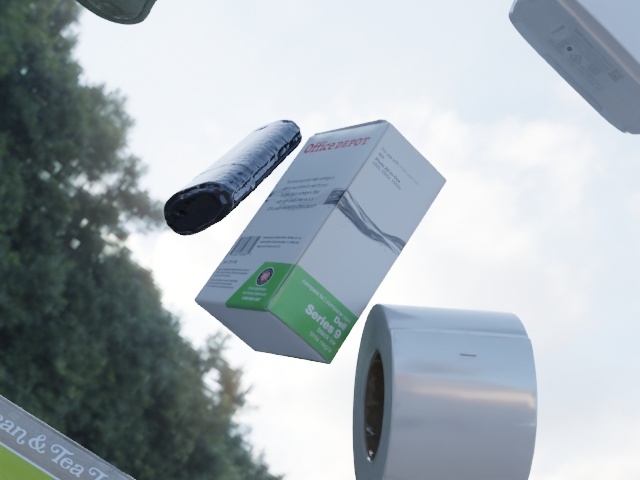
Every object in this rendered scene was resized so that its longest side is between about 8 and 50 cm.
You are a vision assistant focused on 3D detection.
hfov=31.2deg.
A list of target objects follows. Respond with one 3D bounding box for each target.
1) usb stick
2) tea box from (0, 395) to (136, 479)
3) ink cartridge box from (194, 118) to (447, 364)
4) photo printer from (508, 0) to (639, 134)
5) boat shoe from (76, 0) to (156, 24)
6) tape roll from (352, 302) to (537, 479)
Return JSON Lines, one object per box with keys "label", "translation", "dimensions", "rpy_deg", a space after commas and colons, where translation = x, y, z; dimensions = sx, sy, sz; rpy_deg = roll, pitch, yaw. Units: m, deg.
{"label": "usb stick", "translation": [-0.083, -0.071, 1.176], "dimensions": [0.077, 0.278, 0.045], "rpy_deg": [-27, -80, 22]}
{"label": "tea box", "translation": [-0.372, 0.309, 1.046], "dimensions": [0.329, 0.323, 0.220], "rpy_deg": [33, -32, 1]}
{"label": "ink cartridge box", "translation": [0.000, 0.000, 1.458], "dimensions": [0.121, 0.289, 0.211], "rpy_deg": [42, -19, -23]}
{"label": "photo printer", "translation": [0.392, -0.324, 1.504], "dimensions": [0.256, 0.308, 0.107], "rpy_deg": [41, -38, -17]}
{"label": "boat shoe", "translation": [-0.233, -0.360, 1.423], "dimensions": [0.127, 0.113, 0.340], "rpy_deg": [36, -16, -18]}
{"label": "tape roll", "translation": [0.141, 0.200, 1.363], "dimensions": [0.169, 0.246, 0.246], "rpy_deg": [5, -28, -9]}
